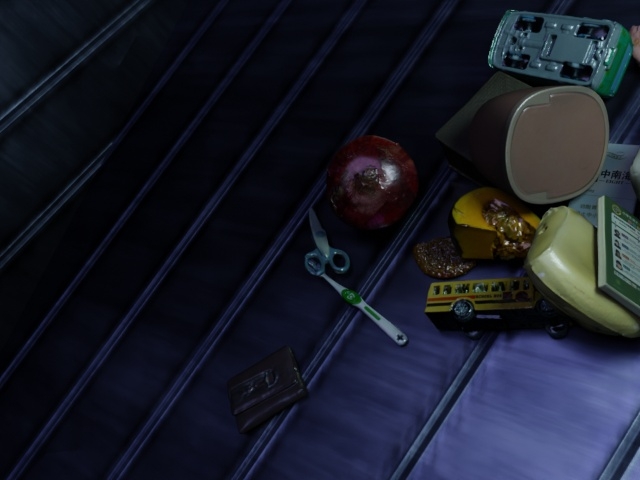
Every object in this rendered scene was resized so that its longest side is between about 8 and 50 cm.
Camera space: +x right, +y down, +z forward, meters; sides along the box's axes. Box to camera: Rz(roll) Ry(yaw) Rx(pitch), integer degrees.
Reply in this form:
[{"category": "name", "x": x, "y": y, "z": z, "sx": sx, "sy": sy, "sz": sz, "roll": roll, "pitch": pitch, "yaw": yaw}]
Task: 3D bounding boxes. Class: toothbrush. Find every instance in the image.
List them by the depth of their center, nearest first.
[{"category": "toothbrush", "x": 0.097, "y": 0.171, "z": 1.789, "sx": 0.042, "sy": 0.040, "sz": 0.418, "roll": -40, "pitch": 53, "yaw": -15}]

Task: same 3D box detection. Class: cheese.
[{"category": "cheese", "x": 0.596, "y": 0.087, "z": 1.377, "sx": 0.259, "sy": 0.316, "sz": 0.128, "roll": -47, "pitch": 4, "yaw": -37}]

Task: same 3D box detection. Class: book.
[{"category": "book", "x": 0.680, "y": 0.047, "z": 1.361, "sx": 0.027, "sy": 0.202, "sz": 0.264, "roll": -43, "pitch": 21, "yaw": 48}]

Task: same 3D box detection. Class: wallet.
[{"category": "wallet", "x": -0.158, "y": 0.421, "z": 1.790, "sx": 0.229, "sy": 0.049, "sz": 0.182, "roll": -33, "pitch": 48, "yaw": 10}]

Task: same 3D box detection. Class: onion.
[{"category": "onion", "x": 0.146, "y": -0.163, "z": 1.810, "sx": 0.276, "sy": 0.276, "sz": 0.276, "roll": -15, "pitch": 57, "yaw": 24}]

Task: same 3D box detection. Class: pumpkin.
[{"category": "pumpkin", "x": 0.446, "y": -0.008, "z": 1.585, "sx": 0.190, "sy": 0.139, "sz": 0.280, "roll": -25, "pitch": 49, "yaw": -8}]

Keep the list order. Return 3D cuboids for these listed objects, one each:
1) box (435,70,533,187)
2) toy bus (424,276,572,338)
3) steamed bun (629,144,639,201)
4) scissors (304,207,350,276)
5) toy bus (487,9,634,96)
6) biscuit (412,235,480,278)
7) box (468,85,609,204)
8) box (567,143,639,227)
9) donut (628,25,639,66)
[{"category": "box", "x": 0.481, "y": -0.308, "z": 1.756, "sx": 0.273, "sy": 0.143, "sz": 0.184, "roll": -46, "pitch": 50, "yaw": -1}, {"category": "toy bus", "x": 0.432, "y": 0.161, "z": 1.533, "sx": 0.335, "sy": 0.121, "sz": 0.123, "roll": -7, "pitch": 53, "yaw": 30}, {"category": "steamed bun", "x": 0.865, "y": -0.231, "z": 1.406, "sx": 0.236, "sy": 0.247, "sz": 0.384, "roll": 12, "pitch": 70, "yaw": 38}, {"category": "scissors", "x": 0.000, "y": 0.000, "z": 1.922, "sx": 0.138, "sy": 0.041, "sz": 0.289, "roll": -8, "pitch": 46, "yaw": -9}, {"category": "toy bus", "x": 0.659, "y": -0.506, "z": 1.708, "sx": 0.343, "sy": 0.199, "sz": 0.184, "roll": 31, "pitch": 107, "yaw": 44}, {"category": "biscuit", "x": 0.350, "y": 0.043, "z": 1.708, "sx": 0.206, "sy": 0.025, "sz": 0.126, "roll": -12, "pitch": 58, "yaw": 26}, {"category": "box", "x": 0.520, "y": -0.245, "z": 1.549, "sx": 0.301, "sy": 0.301, "sz": 0.216, "roll": -49, "pitch": 25, "yaw": -2}, {"category": "box", "x": 0.714, "y": -0.124, "z": 1.555, "sx": 0.155, "sy": 0.067, "sz": 0.243, "roll": 13, "pitch": 71, "yaw": 34}, {"category": "donut", "x": 0.936, "y": -0.515, "z": 1.631, "sx": 0.232, "sy": 0.085, "sz": 0.199, "roll": -21, "pitch": 54, "yaw": 20}]
